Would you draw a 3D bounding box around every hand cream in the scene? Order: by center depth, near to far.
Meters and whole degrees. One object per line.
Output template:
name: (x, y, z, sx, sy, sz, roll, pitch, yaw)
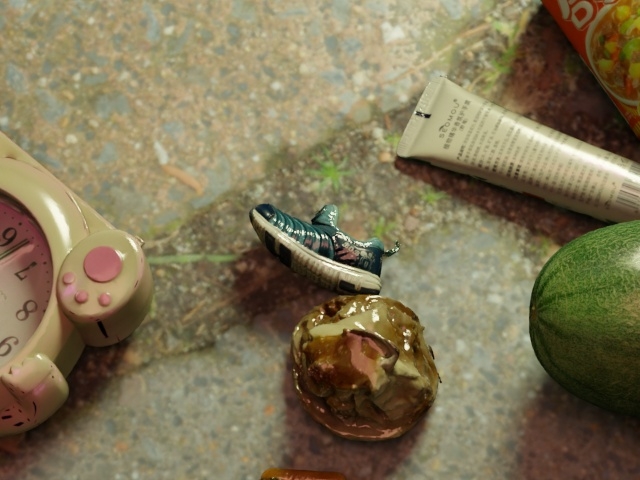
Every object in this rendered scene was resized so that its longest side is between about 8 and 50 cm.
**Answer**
hand cream: (0.213, -0.073, 1.619, 0.276, 0.059, 0.095, 23, 73, 15)

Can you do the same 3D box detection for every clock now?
clock: (-0.337, 0.057, 1.548, 0.284, 0.114, 0.309, 39, 76, 13)

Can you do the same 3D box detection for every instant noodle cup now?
instant noodle cup: (0.315, -0.204, 1.605, 0.193, 0.193, 0.212, -25, 79, -8)

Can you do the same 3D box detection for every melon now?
melon: (0.326, 0.071, 1.492, 0.288, 0.182, 0.182, 5, 70, 5)

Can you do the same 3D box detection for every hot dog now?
hot dog: (-0.017, 0.220, 1.527, 0.083, 0.021, 0.037, 0, 68, 0)

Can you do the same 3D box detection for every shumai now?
shumai: (0.040, 0.106, 1.518, 0.146, 0.116, 0.145, 0, 68, 0)

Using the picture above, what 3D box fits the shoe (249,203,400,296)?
shoe: (0.000, 0.000, 1.588, 0.143, 0.064, 0.071, 26, 73, 8)
